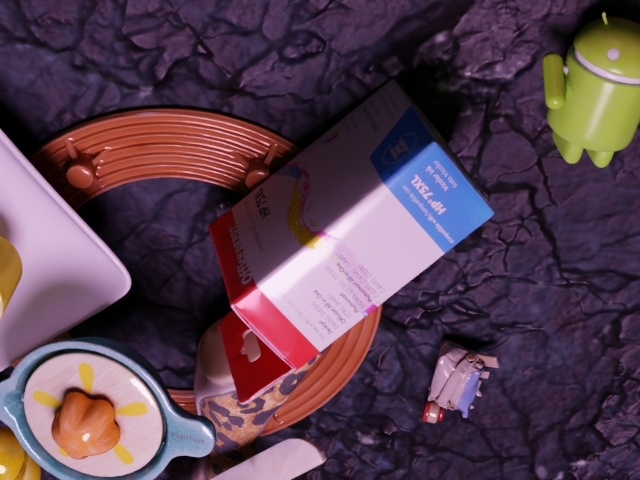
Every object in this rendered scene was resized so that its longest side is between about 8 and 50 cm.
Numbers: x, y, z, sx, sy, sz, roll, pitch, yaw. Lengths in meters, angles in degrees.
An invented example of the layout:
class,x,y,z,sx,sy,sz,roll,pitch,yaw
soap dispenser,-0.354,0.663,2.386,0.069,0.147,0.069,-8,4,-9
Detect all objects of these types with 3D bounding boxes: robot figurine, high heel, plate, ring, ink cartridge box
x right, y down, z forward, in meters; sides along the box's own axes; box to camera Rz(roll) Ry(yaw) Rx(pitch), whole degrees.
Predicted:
class,x,y,z,sx,sy,sz,roll,pitch,yaw
robot figurine,0.205,-0.111,1.111,0.101,0.067,0.115,8,124,-15
high heel,-0.035,0.150,1.255,0.261,0.093,0.186,-34,123,24
plate,-0.324,-0.011,1.194,0.278,0.045,0.277,-31,108,25
ring,-0.116,0.045,1.251,0.337,0.032,0.336,1,125,2
ink cartridge box,0.000,0.000,1.124,0.231,0.134,0.078,-39,117,8

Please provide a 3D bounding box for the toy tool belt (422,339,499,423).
class,x,y,z,sx,sy,sz,roll,pitch,yaw
toy tool belt,0.118,0.124,1.282,0.051,0.052,0.083,13,124,4

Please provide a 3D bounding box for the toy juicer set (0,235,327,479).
class,x,y,z,sx,sy,sz,roll,pitch,yaw
toy juicer set,-0.188,0.155,1.172,0.329,0.089,0.209,34,120,-4
